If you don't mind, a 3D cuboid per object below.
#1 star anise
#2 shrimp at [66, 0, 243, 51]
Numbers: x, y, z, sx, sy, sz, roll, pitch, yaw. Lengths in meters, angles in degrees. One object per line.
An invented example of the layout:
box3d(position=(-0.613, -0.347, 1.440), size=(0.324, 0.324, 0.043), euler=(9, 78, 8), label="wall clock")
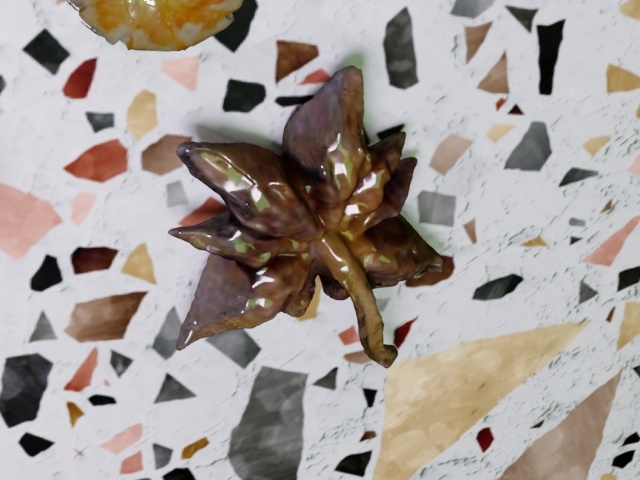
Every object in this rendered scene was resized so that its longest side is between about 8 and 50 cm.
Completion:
box3d(position=(-0.002, -0.001, 1.348), size=(0.292, 0.109, 0.349), euler=(-3, 125, -16), label="star anise")
box3d(position=(-0.151, -0.265, 1.127), size=(0.154, 0.062, 0.294), euler=(-21, 131, -2), label="shrimp")
